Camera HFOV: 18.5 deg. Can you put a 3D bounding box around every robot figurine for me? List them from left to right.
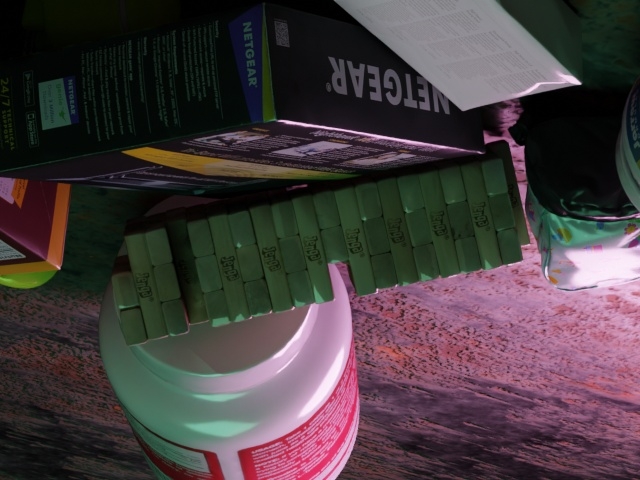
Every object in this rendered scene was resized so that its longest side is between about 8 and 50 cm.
[{"bbox_3d":[-0.150,-0.162,1.385,0.115,0.067,0.101,-3,147,17],"label":"robot figurine"}]

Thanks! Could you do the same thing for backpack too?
[{"bbox_3d":[0.223,-0.033,1.579,0.152,0.115,0.182,1,161,2],"label":"backpack"}]

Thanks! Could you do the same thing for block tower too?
[{"bbox_3d":[0.000,0.000,1.578,0.335,0.091,0.097,-13,-170,-2],"label":"block tower"}]

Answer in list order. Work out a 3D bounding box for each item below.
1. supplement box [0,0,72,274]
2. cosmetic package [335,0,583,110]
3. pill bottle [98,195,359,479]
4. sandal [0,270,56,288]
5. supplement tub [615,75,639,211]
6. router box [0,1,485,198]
[{"bbox_3d":[-0.278,-0.093,1.411,0.129,0.191,0.194,-6,155,25],"label":"supplement box"},{"bbox_3d":[0.085,-0.169,1.332,0.099,0.060,0.239,-9,155,30],"label":"cosmetic package"},{"bbox_3d":[-0.081,0.107,1.829,0.229,0.229,0.408,3,158,3],"label":"pill bottle"},{"bbox_3d":[-0.339,-0.082,1.591,0.317,0.126,0.138,20,117,-18],"label":"sandal"},{"bbox_3d":[0.296,-0.091,1.376,0.144,0.144,0.200,8,158,-9],"label":"supplement tub"},{"bbox_3d":[-0.058,-0.091,1.407,0.243,0.081,0.309,-9,174,29],"label":"router box"}]
